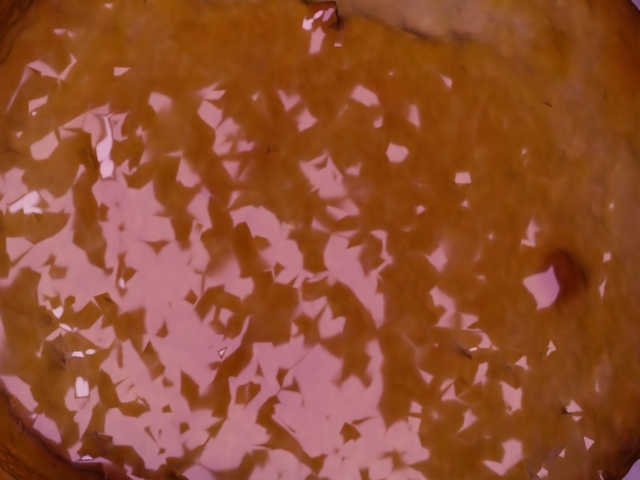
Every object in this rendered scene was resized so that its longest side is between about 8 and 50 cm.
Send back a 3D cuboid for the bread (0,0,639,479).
[{"bbox_3d":[0.003,0.000,0.732,0.358,0.204,0.337,15,94,-15],"label":"bread"}]
